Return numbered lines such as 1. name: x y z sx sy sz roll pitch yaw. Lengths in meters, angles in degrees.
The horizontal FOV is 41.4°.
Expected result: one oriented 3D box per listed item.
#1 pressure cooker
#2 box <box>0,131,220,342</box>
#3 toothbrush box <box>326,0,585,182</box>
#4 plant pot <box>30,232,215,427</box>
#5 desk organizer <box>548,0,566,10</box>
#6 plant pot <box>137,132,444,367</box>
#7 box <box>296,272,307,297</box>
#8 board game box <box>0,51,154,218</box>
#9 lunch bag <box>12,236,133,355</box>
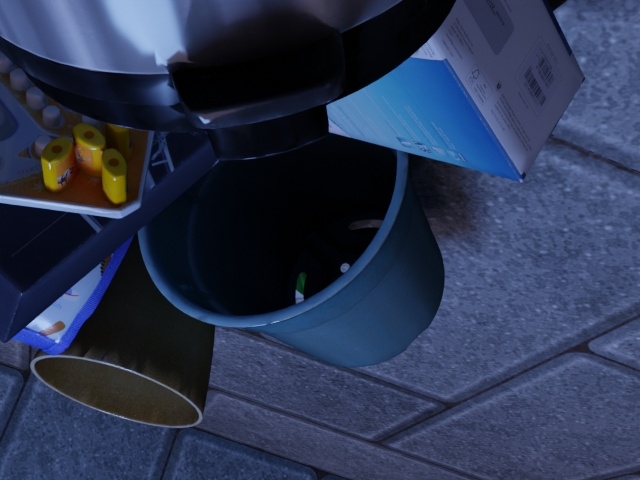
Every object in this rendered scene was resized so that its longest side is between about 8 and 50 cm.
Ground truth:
1. pressure cooker: -0.081 -0.278 0.529 0.376 0.370 0.420 22 148 24
2. box: -0.282 -0.138 0.839 0.312 0.343 0.179 46 149 -4
3. toothbrush box: 0.061 -0.191 0.794 0.296 0.126 0.216 20 162 46
4. plant pot: -0.240 0.101 1.189 0.237 0.254 0.237 13 150 7
5. desk organizer: 0.192 -0.213 0.876 0.050 0.047 0.130 24 152 -20
6. plant pot: 0.000 0.000 1.105 0.341 0.341 0.334 1 158 25
7. box: -0.172 -0.013 1.352 0.231 0.126 0.262 -9 143 37
8. board game box: -0.318 -0.217 0.701 0.390 0.389 0.050 8 148 -9
9. lunch bag: -0.389 -0.091 1.041 0.328 0.385 0.239 32 148 -29
